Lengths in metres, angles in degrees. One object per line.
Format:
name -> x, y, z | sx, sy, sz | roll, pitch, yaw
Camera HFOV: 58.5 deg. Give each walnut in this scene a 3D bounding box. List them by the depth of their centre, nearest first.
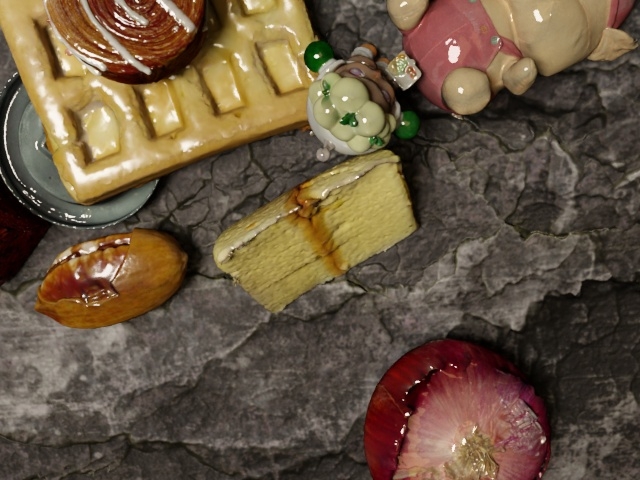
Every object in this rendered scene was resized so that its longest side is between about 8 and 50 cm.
walnut -> -0.263, 0.050, 0.712 | 0.207, 0.116, 0.116 | -21, 100, 6

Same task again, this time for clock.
clock -> -0.294, -0.122, 0.712 | 0.214, 0.042, 0.215 | 0, 101, 1

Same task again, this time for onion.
onion -> 0.165, 0.238, 0.713 | 0.247, 0.161, 0.248 | -2, 109, -6

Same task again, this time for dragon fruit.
dragon fruit -> -0.421, -0.014, 0.685 | 0.120, 0.161, 0.127 | 37, 89, -7

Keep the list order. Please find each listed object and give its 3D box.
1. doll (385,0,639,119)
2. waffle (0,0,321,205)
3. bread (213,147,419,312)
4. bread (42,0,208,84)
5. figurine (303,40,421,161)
doll -> 0.212, -0.249, 0.618 | 0.255, 0.152, 0.196 | -28, 112, 3
waffle -> -0.168, -0.226, 0.643 | 0.348, 0.077, 0.304 | -20, 98, -6
bread -> 0.000, 0.000, 0.660 | 0.240, 0.178, 0.135 | -29, 98, 5
bread -> -0.191, -0.235, 0.564 | 0.160, 0.073, 0.161 | -1, 97, -8
figurine -> 0.045, -0.160, 0.608 | 0.147, 0.197, 0.093 | 35, 139, -12
